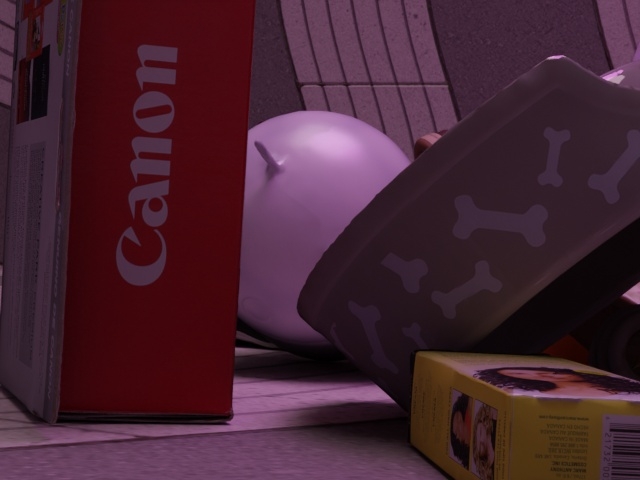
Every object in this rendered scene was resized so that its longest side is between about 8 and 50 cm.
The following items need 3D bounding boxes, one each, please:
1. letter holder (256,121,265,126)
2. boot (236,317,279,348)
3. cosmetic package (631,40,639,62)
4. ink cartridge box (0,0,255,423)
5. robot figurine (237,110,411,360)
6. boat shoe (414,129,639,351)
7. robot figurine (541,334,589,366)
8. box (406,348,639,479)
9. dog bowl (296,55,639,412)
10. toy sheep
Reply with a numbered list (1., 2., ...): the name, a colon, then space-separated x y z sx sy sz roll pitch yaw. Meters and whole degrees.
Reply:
1. letter holder: 0.045 0.001 1.647 0.214 0.152 0.302 10 -14 15
2. boot: -0.062 0.072 1.575 0.244 0.088 0.176 -1 -3 18
3. cosmetic package: 0.501 -0.140 1.242 0.329 0.393 0.327 21 1 -30
4. ink cartridge box: -0.122 -0.046 0.919 0.130 0.309 0.272 3 1 -19
5. robot figurine: 0.000 0.000 1.299 0.300 0.200 0.353 42 -3 10
6. boat shoe: 0.221 -0.003 1.206 0.123 0.123 0.342 -34 48 -21
7. robot figurine: 0.260 0.065 1.312 0.219 0.158 0.128 3 17 -2
8. box: 0.105 0.091 0.719 0.087 0.058 0.232 3 -1 -8
9. dog bowl: 0.155 -0.012 0.951 0.349 0.102 0.349 -33 -15 -10
10. toy sheep: 0.234 0.087 1.029 0.091 0.091 0.132 3 -14 -3
